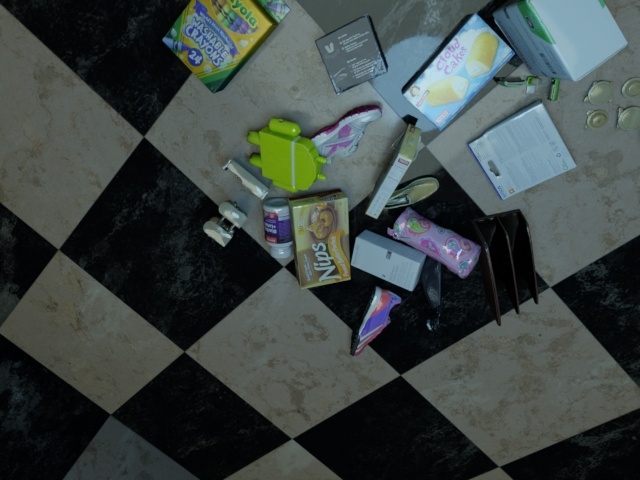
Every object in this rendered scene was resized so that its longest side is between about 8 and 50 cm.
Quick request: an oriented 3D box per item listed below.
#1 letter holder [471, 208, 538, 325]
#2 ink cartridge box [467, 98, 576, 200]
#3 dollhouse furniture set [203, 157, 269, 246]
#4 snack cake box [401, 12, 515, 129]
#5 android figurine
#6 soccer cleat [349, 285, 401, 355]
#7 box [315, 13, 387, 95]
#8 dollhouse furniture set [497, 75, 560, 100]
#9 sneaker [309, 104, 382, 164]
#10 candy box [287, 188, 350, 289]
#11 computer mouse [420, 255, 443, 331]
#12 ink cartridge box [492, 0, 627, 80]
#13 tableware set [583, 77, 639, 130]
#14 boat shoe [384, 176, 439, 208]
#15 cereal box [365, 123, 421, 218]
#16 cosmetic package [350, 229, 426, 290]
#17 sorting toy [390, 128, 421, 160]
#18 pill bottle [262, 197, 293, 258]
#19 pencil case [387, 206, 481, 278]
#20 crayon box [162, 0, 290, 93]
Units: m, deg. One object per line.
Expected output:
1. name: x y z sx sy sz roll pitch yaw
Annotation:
1. letter holder: 0.595 0.090 1.319 0.151 0.214 0.302 -12 113 15
2. ink cartridge box: 0.590 -0.259 1.235 0.224 0.045 0.223 -27 109 33
3. dollhouse furniture set: -0.307 -0.126 1.379 0.161 0.212 0.242 39 89 -12
4. snack cake box: 0.371 -0.461 1.156 0.152 0.089 0.264 38 116 -10
5. android figurine: -0.104 -0.257 1.312 0.272 0.056 0.248 19 135 19
6. soccer cleat: 0.196 0.319 1.568 0.116 0.109 0.318 17 115 -3
7. box: 0.090 -0.520 1.173 0.155 0.093 0.158 -18 113 18
8. dollhouse furniture set: 0.569 -0.416 1.152 0.151 0.076 0.059 1 118 9
9. sneaker: 0.084 -0.321 1.277 0.252 0.103 0.111 -25 111 29
10. candy box: 0.000 0.000 1.408 0.182 0.088 0.317 -10 120 -11
11. computer mouse: 0.380 0.156 1.432 0.072 0.188 0.273 3 108 22
12. ink cartridge box: 0.547 -0.507 0.992 0.121 0.289 0.211 -37 105 21
13. tableware set: 0.818 -0.375 1.161 0.168 0.020 0.141 -1 117 10
14. boat shoe: 0.288 -0.141 1.338 0.189 0.072 0.068 -23 110 19
15. cereal box: 0.212 -0.200 1.228 0.047 0.173 0.240 25 137 0
16. cosmetic package: 0.225 0.064 1.402 0.231 0.085 0.118 21 122 22
17. sorting toy: 0.269 -0.299 1.284 0.083 0.045 0.075 28 110 -4
18. pill bottle: -0.140 -0.041 1.442 0.108 0.108 0.194 3 116 8
19. pencil case: 0.357 0.005 1.316 0.284 0.124 0.124 32 121 24
20. crayon box: -0.271 -0.615 1.196 0.323 0.083 0.203 -39 104 24
